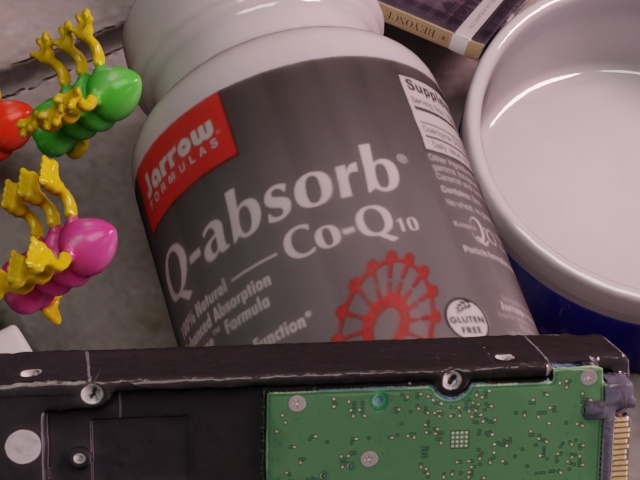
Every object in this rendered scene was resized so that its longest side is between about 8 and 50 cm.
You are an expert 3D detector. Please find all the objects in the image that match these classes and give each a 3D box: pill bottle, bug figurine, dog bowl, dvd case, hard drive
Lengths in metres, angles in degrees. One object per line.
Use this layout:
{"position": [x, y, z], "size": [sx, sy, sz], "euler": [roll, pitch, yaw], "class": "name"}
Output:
{"position": [0.000, 0.000, 1.076], "size": [0.210, 0.210, 0.363], "euler": [-13, 62, -13], "class": "pill bottle"}
{"position": [-0.198, -0.012, 1.073], "size": [0.072, 0.216, 0.279], "euler": [36, 43, -33], "class": "bug figurine"}
{"position": [0.223, -0.046, 1.185], "size": [0.265, 0.104, 0.265], "euler": [2, 59, -4], "class": "dog bowl"}
{"position": [0.037, -0.203, 1.264], "size": [0.221, 0.018, 0.164], "euler": [24, 30, 9], "class": "dvd case"}
{"position": [-0.014, 0.169, 0.882], "size": [0.339, 0.064, 0.236], "euler": [-2, 104, -8], "class": "hard drive"}

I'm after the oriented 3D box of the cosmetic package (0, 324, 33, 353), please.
{"position": [-0.219, 0.175, 0.987], "size": [0.184, 0.151, 0.151], "euler": [-27, 66, -18], "class": "cosmetic package"}
